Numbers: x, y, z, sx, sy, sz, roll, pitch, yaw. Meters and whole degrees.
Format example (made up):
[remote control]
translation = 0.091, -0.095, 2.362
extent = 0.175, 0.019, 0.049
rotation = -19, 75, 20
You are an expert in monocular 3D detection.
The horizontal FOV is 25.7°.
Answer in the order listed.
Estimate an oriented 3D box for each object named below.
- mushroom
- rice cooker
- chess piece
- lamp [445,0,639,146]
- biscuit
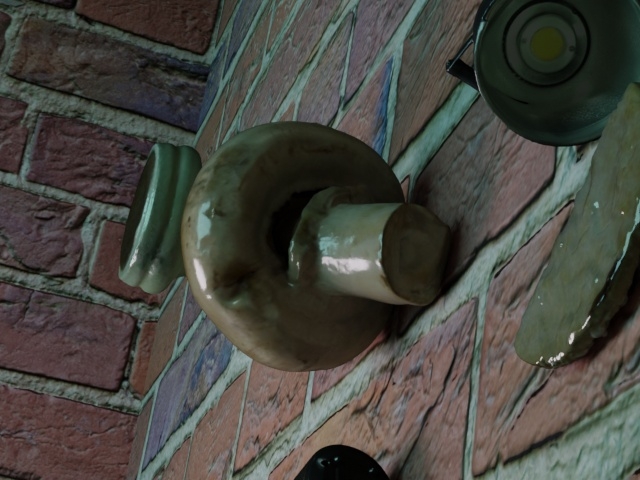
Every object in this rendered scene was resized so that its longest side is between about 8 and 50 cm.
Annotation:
[mushroom]
translation = 0.000, 0.000, 1.554
extent = 0.290, 0.292, 0.293
rotation = -7, 67, 58
[rice cooker]
translation = 0.018, 0.289, 1.429
extent = 0.106, 0.112, 0.165
rotation = -58, 21, 33
[chess piece]
translation = -0.095, 0.000, 1.814
extent = 0.194, 0.299, 0.195
rotation = -165, 90, -76
[lamp]
translation = 0.196, -0.182, 1.220
extent = 0.172, 0.147, 0.227
rotation = -58, 9, 13
[biscuit]
translation = 0.217, 0.008, 1.092
extent = 0.133, 0.032, 0.250
rotation = -105, 33, -66
